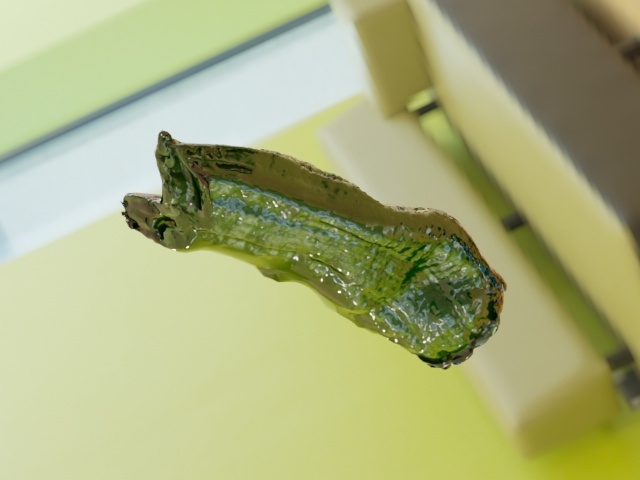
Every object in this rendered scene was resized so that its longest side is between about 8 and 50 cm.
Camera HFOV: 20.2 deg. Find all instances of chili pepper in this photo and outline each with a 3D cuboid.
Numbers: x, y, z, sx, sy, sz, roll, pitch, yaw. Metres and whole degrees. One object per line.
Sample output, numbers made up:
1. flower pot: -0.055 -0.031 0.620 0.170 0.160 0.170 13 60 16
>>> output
1. chili pepper: 0.000 -0.002 0.902 0.224 0.098 0.061 27 -126 -30
